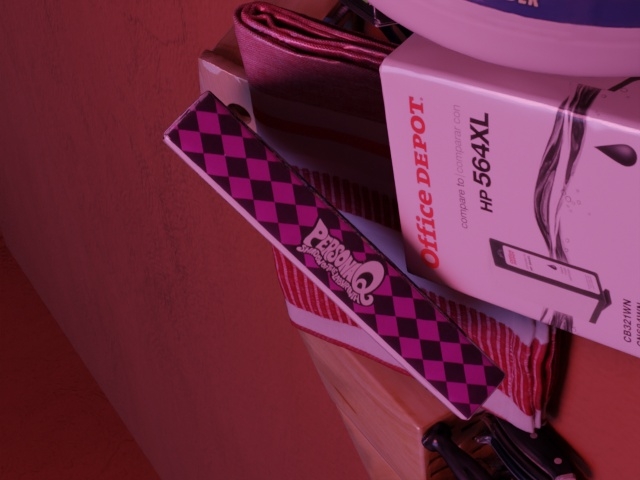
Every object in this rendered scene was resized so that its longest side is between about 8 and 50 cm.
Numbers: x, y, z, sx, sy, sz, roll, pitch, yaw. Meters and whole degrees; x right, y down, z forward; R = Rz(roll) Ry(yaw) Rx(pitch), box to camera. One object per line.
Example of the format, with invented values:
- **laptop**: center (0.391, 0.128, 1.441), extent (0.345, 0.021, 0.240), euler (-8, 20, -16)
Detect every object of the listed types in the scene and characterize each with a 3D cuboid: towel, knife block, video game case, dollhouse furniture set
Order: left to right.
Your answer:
- **video game case**: center (0.000, 0.000, 0.818), extent (0.232, 0.042, 0.210), euler (43, 180, -7)
- **dollhouse furniture set**: center (0.022, -0.096, 0.993), extent (0.184, 0.129, 0.129), euler (24, 146, 16)
- **towel**: center (0.058, -0.002, 0.922), extent (0.237, 0.037, 0.329), euler (22, 145, 23)
- **knife block**: center (0.093, 0.128, 1.076), extent (0.275, 0.088, 0.242), euler (64, 159, 2)

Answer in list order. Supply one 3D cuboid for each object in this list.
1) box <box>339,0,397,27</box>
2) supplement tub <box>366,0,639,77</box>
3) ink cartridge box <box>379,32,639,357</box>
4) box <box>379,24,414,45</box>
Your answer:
- **box**: center (0.015, -0.227, 0.723), extent (0.184, 0.045, 0.190), euler (-127, 28, -64)
- **supplement tub**: center (0.102, -0.239, 0.410), extent (0.235, 0.235, 0.324), euler (51, 156, 32)
- **ink cartridge box**: center (0.140, -0.029, 0.685), extent (0.203, 0.086, 0.148), euler (19, 136, 32)
- **box**: center (0.094, -0.155, 0.777), extent (0.136, 0.036, 0.225), euler (51, 159, 2)
